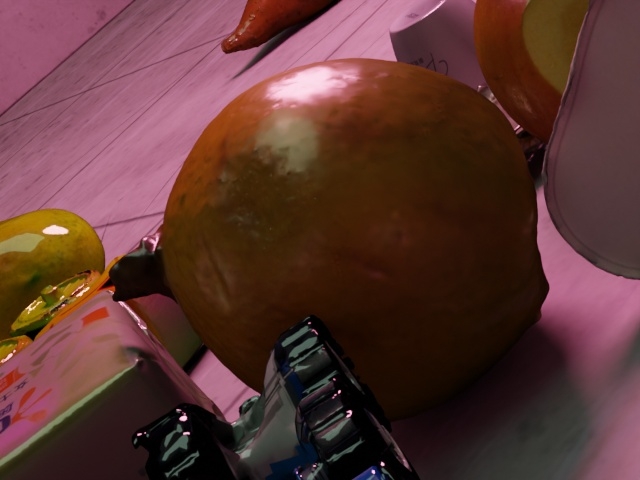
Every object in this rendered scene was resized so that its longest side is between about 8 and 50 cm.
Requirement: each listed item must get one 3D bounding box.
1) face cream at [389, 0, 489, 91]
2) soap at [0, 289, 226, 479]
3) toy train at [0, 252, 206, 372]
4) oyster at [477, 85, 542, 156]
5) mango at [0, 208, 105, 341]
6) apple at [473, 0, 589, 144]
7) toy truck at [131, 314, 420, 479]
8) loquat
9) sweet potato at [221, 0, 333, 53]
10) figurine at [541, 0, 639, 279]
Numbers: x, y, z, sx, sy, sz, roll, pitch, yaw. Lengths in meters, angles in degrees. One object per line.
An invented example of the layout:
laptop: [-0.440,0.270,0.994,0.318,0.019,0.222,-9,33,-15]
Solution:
face cream: [0.109,-0.154,1.268,0.091,0.095,0.091,-32,18,12]
soap: [-0.154,0.150,0.932,0.199,0.138,0.182,-37,19,-3]
toy train: [-0.206,0.118,1.143,0.161,0.100,0.296,-16,24,38]
oyster: [0.130,-0.078,1.110,0.108,0.053,0.166,10,40,42]
mango: [-0.323,0.065,1.457,0.273,0.149,0.185,-31,11,1]
apple: [0.179,-0.132,0.996,0.146,0.147,0.163,-39,19,-3]
toy truck: [-0.002,0.136,0.704,0.113,0.126,0.208,-35,21,3]
loquat: [0.000,0.000,0.866,0.246,0.213,0.213,-8,22,5]
sweet potato: [0.001,-0.366,1.998,0.359,0.112,0.112,-43,18,-8]
figurine: [0.219,-0.098,0.865,0.250,0.166,0.141,-46,2,8]
